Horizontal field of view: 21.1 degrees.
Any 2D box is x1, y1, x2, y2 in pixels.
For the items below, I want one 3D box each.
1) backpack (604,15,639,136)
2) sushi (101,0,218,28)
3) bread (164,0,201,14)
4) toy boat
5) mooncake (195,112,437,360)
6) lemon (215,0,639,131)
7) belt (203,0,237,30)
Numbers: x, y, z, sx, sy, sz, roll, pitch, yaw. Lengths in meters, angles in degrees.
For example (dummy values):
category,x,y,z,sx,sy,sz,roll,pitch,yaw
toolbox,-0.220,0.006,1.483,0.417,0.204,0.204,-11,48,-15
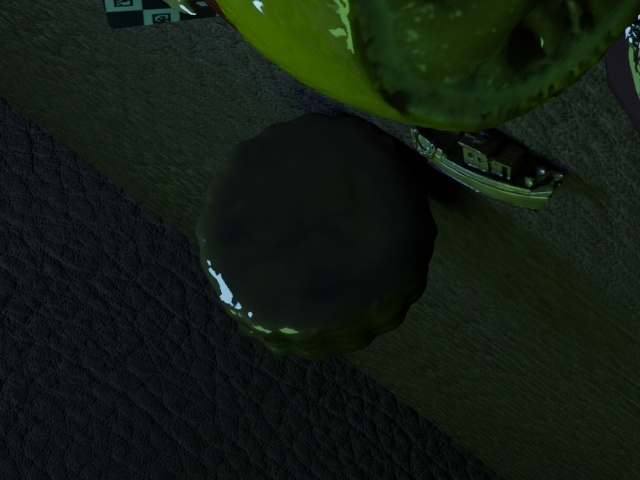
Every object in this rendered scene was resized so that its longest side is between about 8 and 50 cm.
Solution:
category,x,y,z,sx,sy,sz,roll,pitch,yaw
backpack,0.358,-0.094,1.349,0.317,0.197,0.283,43,166,-30
sushi,-0.149,-0.321,1.967,0.215,0.050,0.192,-6,158,0
bread,-0.211,-0.392,1.561,0.388,0.236,0.183,35,151,-23
toy boat,0.199,-0.100,2.050,0.206,0.064,0.072,24,146,29
mooncake,0.000,0.001,2.339,0.324,0.324,0.187,30,168,15
lemon,0.052,-0.269,1.157,0.364,0.364,0.364,32,167,8
belt,-0.011,-0.267,1.782,0.324,0.115,0.227,31,161,1
